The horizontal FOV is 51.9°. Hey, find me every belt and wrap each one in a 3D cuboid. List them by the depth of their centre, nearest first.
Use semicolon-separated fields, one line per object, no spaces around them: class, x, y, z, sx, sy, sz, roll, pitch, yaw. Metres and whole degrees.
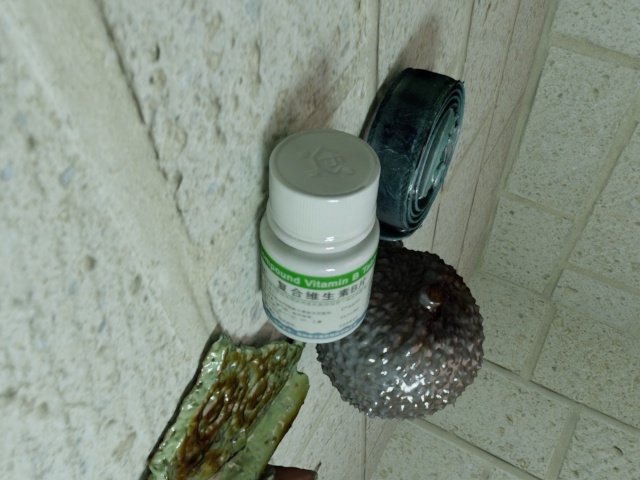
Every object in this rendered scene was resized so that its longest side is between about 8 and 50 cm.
belt;0.132;-0.129;1.006;0.267;0.116;0.206;-68;159;-4

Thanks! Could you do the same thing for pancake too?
pancake;-0.103;0.257;0.898;0.304;0.067;0.427;-69;161;5

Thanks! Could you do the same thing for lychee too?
lychee;0.116;0.153;1.065;0.300;0.300;0.300;-54;158;-33

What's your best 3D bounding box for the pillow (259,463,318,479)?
pillow;-0.106;0.411;1.001;0.171;0.075;0.179;-19;-155;50

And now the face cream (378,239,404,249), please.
face cream;0.094;0.095;1.239;0.075;0.075;0.229;-40;149;-54

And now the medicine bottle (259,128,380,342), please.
medicine bottle;0.000;0.000;0.751;0.139;0.139;0.236;-51;158;-39
